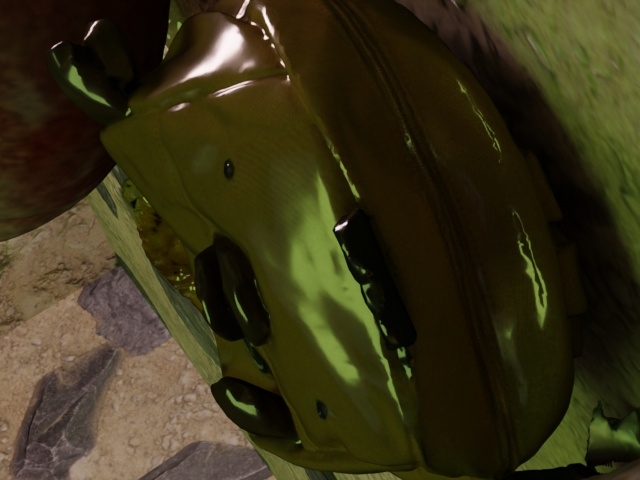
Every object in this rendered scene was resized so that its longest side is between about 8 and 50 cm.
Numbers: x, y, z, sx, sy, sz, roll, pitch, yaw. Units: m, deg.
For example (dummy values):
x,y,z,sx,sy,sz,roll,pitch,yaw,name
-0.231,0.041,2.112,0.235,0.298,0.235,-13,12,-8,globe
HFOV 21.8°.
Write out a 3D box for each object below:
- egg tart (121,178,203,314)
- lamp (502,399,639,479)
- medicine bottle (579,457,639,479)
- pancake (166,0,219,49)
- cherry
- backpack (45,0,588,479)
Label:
x,y,z,sx,sy,sz,roll,pitch,yaw,name
-0.028,0.014,1.339,0.290,0.115,0.290,34,159,15,egg tart
0.149,0.236,1.026,0.250,0.284,0.250,18,-175,-1,lamp
0.188,0.191,0.684,0.219,0.219,0.388,58,169,5,medicine bottle
-0.096,-0.189,1.368,0.294,0.049,0.294,57,169,17,pancake
-0.264,-0.186,1.263,0.326,0.291,0.335,50,155,29,cherry
0.004,-0.004,1.009,0.353,0.201,0.378,65,162,-6,backpack
